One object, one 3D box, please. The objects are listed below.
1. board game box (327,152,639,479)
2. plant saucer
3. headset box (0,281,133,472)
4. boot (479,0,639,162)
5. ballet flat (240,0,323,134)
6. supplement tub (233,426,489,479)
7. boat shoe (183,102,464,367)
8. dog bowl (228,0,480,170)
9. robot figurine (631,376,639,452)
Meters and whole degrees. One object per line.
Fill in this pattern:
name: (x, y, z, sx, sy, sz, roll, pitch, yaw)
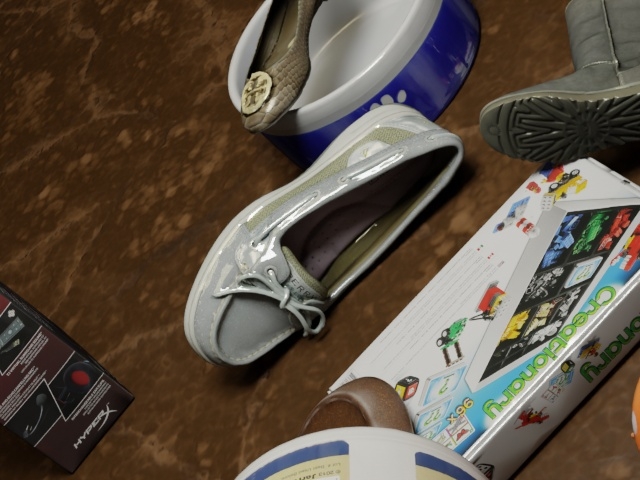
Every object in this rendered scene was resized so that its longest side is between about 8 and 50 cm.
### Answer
board game box: (0.161, 0.071, 1.279, 0.305, 0.053, 0.193, -46, 34, 0)
plant saucer: (0.019, 0.193, 1.266, 0.168, 0.029, 0.168, -32, 51, 50)
headset box: (-0.364, 0.090, 1.593, 0.110, 0.293, 0.218, -51, 34, -7)
boot: (0.232, -0.161, 1.367, 0.190, 0.076, 0.208, -4, 42, 5)
ballet flat: (-0.040, -0.216, 1.585, 0.084, 0.058, 0.249, -12, 47, 40)
supplement tub: (0.029, 0.297, 0.997, 0.228, 0.228, 0.316, -32, 26, 19)
boat shoe: (0.002, 0.001, 1.463, 0.320, 0.118, 0.103, -42, 30, -7)
dog bowl: (0.035, -0.203, 1.638, 0.265, 0.104, 0.264, -28, 39, 25)
robot figurine: (0.296, 0.130, 1.017, 0.128, 0.158, 0.219, -33, 31, -21)
